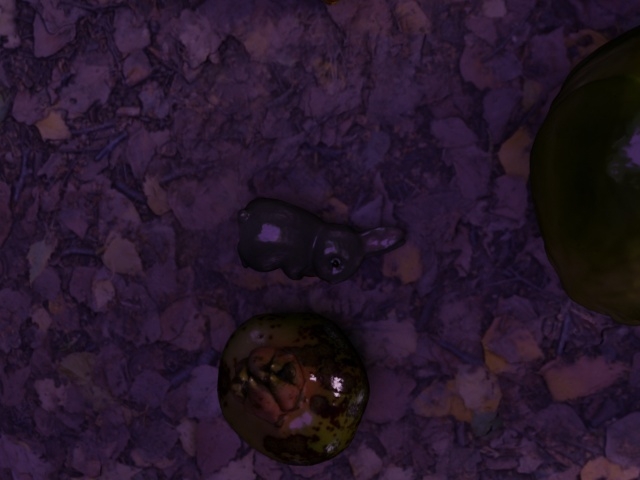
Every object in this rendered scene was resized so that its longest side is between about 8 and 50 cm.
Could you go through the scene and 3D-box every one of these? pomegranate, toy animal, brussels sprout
[{"bbox_3d":[-0.055,0.214,1.180,0.222,0.276,0.203,22,109,17],"label":"pomegranate"},{"bbox_3d":[-0.007,0.008,1.207,0.237,0.138,0.108,11,70,16],"label":"toy animal"},{"bbox_3d":[0.402,-0.090,1.005,0.315,0.275,0.371,26,119,-11],"label":"brussels sprout"}]

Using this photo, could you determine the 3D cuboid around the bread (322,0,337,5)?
[{"bbox_3d":[-0.001,-0.429,1.136,0.114,0.083,0.211,-31,91,22],"label":"bread"}]
